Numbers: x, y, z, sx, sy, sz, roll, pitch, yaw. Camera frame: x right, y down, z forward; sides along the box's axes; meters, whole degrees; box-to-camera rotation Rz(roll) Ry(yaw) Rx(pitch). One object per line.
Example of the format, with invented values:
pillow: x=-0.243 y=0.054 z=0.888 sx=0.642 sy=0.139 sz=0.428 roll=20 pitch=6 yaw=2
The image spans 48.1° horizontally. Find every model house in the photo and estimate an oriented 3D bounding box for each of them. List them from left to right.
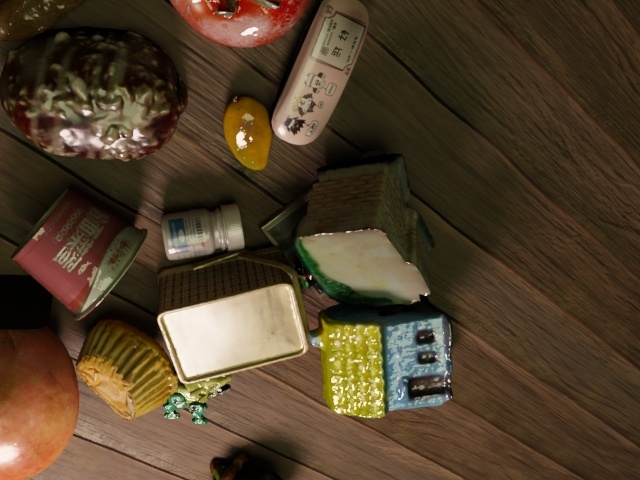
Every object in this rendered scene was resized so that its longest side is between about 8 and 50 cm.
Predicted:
model house: x=0.110 y=-0.040 z=1.557 sx=0.243 sy=0.284 sz=0.298 roll=-3 pitch=145 yaw=26
model house: x=0.125 y=0.256 z=1.643 sx=0.303 sy=0.215 sz=0.237 roll=-6 pitch=105 yaw=-10

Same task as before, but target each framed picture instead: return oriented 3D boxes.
framed picture: x=0.000 y=0.000 z=1.681 sx=0.189 sy=0.023 sz=0.260 roll=-36 pitch=122 yaw=3

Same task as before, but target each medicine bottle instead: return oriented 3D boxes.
medicine bottle: x=-0.254 y=-0.018 z=1.548 sx=0.168 sy=0.105 sz=0.105 roll=-10 pitch=121 yaw=-10

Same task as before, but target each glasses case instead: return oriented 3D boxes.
glasses case: x=-0.004 y=-0.339 z=1.442 sx=0.122 sy=0.075 sz=0.314 roll=12 pitch=112 yaw=-39

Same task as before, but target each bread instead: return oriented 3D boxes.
bread: x=-0.443 y=0.289 z=1.607 sx=0.139 sy=0.240 sz=0.239 roll=-45 pitch=135 yaw=-42

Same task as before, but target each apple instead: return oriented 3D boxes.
apple: x=-0.680 y=0.328 z=1.487 sx=0.364 sy=0.364 sz=0.363 roll=-7 pitch=120 yaw=-12

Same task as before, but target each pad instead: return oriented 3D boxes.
pad: x=-0.688 y=0.122 z=1.460 sx=0.267 sy=0.181 sz=0.004 roll=3 pitch=124 yaw=-17

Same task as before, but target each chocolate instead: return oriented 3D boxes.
chocolate: x=-0.406 y=-0.255 z=1.308 sx=0.340 sy=0.210 sz=0.225 roll=1 pitch=121 yaw=-16

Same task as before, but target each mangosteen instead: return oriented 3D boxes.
mangosteen: x=-0.204 y=0.696 z=1.922 sx=0.228 sy=0.228 sz=0.265 roll=-45 pitch=83 yaw=11

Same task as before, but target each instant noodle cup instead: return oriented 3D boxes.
instant noodle cup: x=-0.489 y=0.019 z=1.441 sx=0.178 sy=0.235 sz=0.235 roll=40 pitch=103 yaw=-21

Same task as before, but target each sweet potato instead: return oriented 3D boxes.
sweet potato: x=-0.457 y=-0.453 z=1.249 sx=0.341 sy=0.092 sz=0.114 roll=-42 pitch=105 yaw=9

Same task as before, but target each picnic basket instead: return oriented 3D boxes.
picnic basket: x=-0.194 y=0.161 z=1.629 sx=0.313 sy=0.175 sz=0.228 roll=-13 pitch=124 yaw=-4

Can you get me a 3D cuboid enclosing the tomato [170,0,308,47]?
tomato: x=-0.138 y=-0.476 z=1.248 sx=0.270 sy=0.227 sz=0.270 roll=4 pitch=132 yaw=5

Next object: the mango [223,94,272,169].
mango: x=-0.148 y=-0.221 z=1.490 sx=0.101 sy=0.066 sz=0.187 roll=-14 pitch=130 yaw=-7

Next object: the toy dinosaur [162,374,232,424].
toy dinosaur: x=-0.351 y=0.368 z=1.755 sx=0.259 sy=0.094 sz=0.153 roll=5 pitch=118 yaw=-9

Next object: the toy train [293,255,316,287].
toy train: x=0.000 y=0.059 z=1.647 sx=0.138 sy=0.050 sz=0.087 roll=-26 pitch=115 yaw=-29
